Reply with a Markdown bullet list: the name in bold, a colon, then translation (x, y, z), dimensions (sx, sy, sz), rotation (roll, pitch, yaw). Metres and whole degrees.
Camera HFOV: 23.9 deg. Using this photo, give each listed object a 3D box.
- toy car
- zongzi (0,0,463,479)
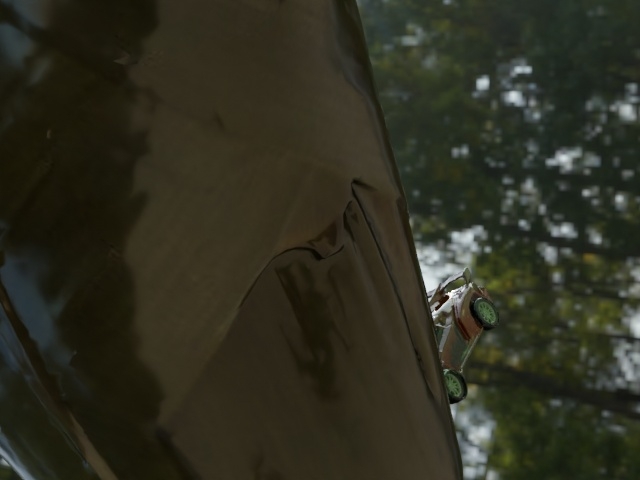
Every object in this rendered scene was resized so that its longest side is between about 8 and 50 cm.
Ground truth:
- **toy car**: translation (0.058, 0.067, 0.826), dimensions (0.035, 0.059, 0.122), rotation (48, -143, -9)
- **zongzi**: translation (0.000, 0.000, 0.545), dimensions (0.447, 0.418, 0.181), rotation (49, -138, -3)
